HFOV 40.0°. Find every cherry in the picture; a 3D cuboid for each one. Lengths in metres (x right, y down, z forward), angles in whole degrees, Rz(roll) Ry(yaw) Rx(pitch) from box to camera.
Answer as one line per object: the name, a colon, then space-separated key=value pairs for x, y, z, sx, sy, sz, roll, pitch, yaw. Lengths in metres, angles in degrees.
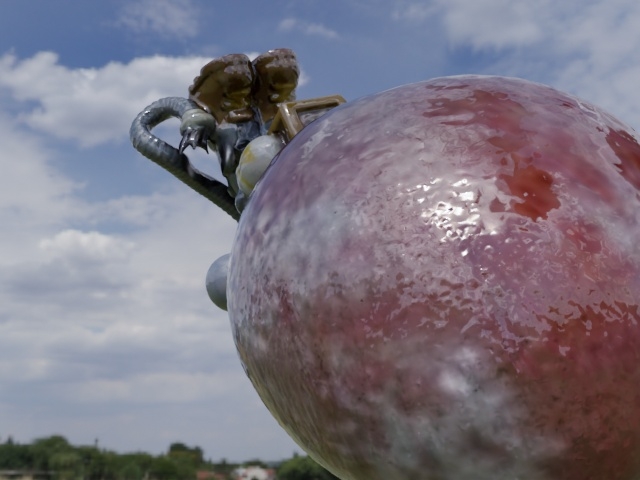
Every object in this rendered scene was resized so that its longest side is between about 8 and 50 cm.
cherry: x=0.070 y=0.021 z=0.449 sx=0.236 sy=0.213 sz=0.285 roll=-30 pitch=19 yaw=7

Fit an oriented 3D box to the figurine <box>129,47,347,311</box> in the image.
figurine: x=0.004 y=-0.001 z=0.803 sx=0.261 sy=0.382 sz=0.186 roll=-16 pitch=-15 yaw=-22
